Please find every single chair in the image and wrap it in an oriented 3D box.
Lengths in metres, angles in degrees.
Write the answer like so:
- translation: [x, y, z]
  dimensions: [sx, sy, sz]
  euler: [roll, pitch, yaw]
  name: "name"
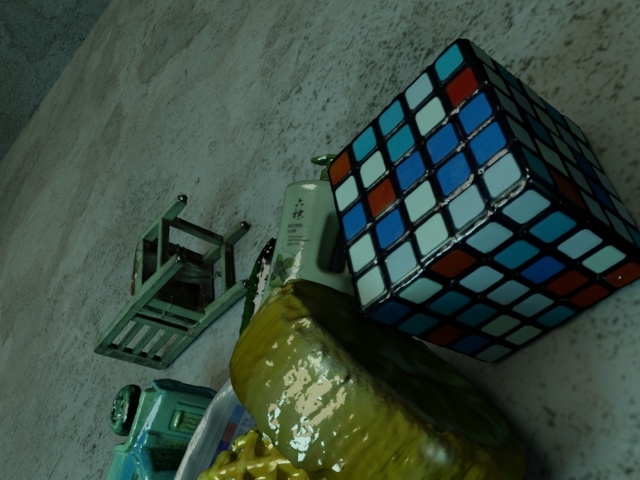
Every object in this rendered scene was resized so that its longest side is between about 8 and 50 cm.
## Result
- translation: [-0.241, 0.072, 1.072]
  dimensions: [0.270, 0.136, 0.147]
  euler: [-42, 40, 33]
  name: "chair"

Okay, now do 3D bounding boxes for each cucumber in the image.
- translation: [-0.076, 0.105, 0.900]
  dimensions: [0.069, 0.069, 0.228]
  euler: [4, 79, 54]
  name: "cucumber"

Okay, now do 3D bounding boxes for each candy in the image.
- translation: [0.047, 0.138, 0.552]
  dimensions: [0.118, 0.259, 0.260]
  euler: [-56, 36, 9]
  name: "candy"

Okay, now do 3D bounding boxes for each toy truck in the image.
- translation: [-0.212, 0.325, 0.866]
  dimensions: [0.156, 0.154, 0.279]
  euler: [13, 82, 58]
  name: "toy truck"

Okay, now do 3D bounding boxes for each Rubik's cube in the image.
- translation: [0.139, -0.025, 0.584]
  dimensions: [0.182, 0.187, 0.184]
  euler: [-42, 39, 32]
  name: "Rubik's cube"

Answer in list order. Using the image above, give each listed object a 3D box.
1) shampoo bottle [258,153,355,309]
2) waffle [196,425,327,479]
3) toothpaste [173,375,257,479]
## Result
- translation: [0.000, 0.000, 0.822]
  dimensions: [0.118, 0.087, 0.234]
  euler: [6, 71, 13]
  name: "shampoo bottle"
- translation: [-0.044, 0.296, 0.676]
  dimensions: [0.291, 0.051, 0.291]
  euler: [-20, 39, 18]
  name: "waffle"
- translation: [-0.093, 0.231, 0.819]
  dimensions: [0.099, 0.068, 0.283]
  euler: [20, 76, 13]
  name: "toothpaste"
